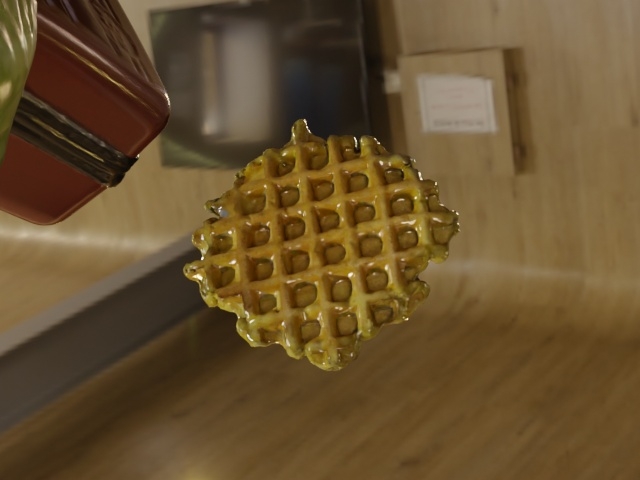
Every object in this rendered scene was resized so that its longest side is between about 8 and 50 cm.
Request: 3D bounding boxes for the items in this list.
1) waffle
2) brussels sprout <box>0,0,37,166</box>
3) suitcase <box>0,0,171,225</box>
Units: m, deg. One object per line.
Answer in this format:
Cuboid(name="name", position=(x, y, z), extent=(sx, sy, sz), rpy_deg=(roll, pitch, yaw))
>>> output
Cuboid(name="waffle", position=(0.000, -0.001, 1.153), extent=(0.245, 0.052, 0.254), rpy_deg=(34, -105, 22))
Cuboid(name="brussels sprout", position=(-0.172, -0.065, 0.476), extent=(0.100, 0.139, 0.181), rpy_deg=(37, -131, 7))
Cuboid(name="suitcase", position=(-0.262, -0.174, 0.891), extent=(0.161, 0.297, 0.236), rpy_deg=(-40, 146, 11))
